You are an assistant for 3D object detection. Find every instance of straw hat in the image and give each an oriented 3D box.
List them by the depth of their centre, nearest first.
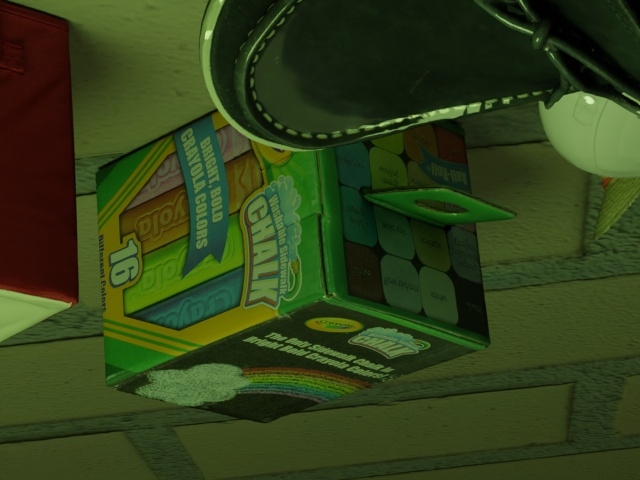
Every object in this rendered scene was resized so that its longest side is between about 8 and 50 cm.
[{"bbox_3d":[0.215,-0.072,1.379,0.061,0.144,0.144,38,153,1],"label":"straw hat"}]

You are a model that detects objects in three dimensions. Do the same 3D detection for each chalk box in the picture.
[{"bbox_3d":[0.000,0.000,1.367,0.289,0.179,0.180,-23,152,36],"label":"chalk box"}]

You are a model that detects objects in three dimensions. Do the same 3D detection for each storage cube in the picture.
[{"bbox_3d":[-0.276,-0.038,1.174,0.183,0.193,0.215,14,152,-42],"label":"storage cube"}]

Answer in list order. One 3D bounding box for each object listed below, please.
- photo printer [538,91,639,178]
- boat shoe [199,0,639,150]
[{"bbox_3d":[0.291,-0.130,1.198,0.307,0.107,0.256,-3,158,-5],"label":"photo printer"},{"bbox_3d":[0.137,-0.152,0.973,0.500,0.156,0.187,-21,131,29],"label":"boat shoe"}]
